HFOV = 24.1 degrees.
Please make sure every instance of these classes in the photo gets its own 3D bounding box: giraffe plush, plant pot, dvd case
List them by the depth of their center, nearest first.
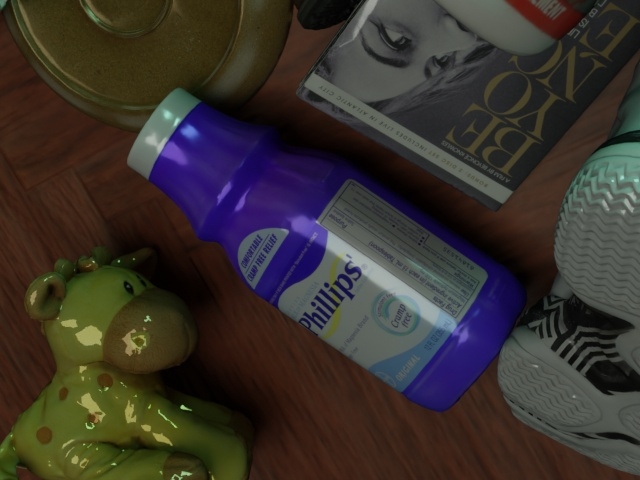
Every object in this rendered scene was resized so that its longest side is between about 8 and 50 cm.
[{"bbox_3d":[0.112,-0.134,0.956,0.164,0.018,0.221,29,121,-16],"label":"dvd case"},{"bbox_3d":[-0.134,-0.183,1.057,0.236,0.032,0.236,8,114,18],"label":"plant pot"},{"bbox_3d":[-0.148,0.095,1.106,0.210,0.181,0.170,7,103,0],"label":"giraffe plush"}]

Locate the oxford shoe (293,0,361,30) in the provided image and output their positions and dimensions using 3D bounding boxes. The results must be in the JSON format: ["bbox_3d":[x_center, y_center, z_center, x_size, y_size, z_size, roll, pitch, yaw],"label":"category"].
[{"bbox_3d":[0.039,-0.235,0.950,0.096,0.083,0.227,44,119,19],"label":"oxford shoe"}]

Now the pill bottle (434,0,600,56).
[{"bbox_3d":[0.159,-0.284,0.739,0.210,0.210,0.363,45,106,-1],"label":"pill bottle"}]

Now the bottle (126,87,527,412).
[{"bbox_3d":[0.000,0.000,1.032,0.283,0.092,0.118,35,136,1],"label":"bottle"}]

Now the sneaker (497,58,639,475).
[{"bbox_3d":[0.223,0.001,0.935,0.137,0.210,0.366,27,154,14],"label":"sneaker"}]

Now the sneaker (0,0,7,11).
[{"bbox_3d":[-0.287,-0.262,1.050,0.099,0.121,0.262,-14,86,-17],"label":"sneaker"}]
